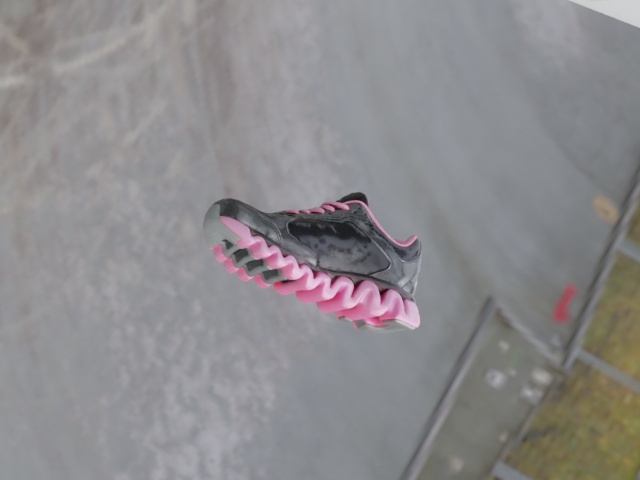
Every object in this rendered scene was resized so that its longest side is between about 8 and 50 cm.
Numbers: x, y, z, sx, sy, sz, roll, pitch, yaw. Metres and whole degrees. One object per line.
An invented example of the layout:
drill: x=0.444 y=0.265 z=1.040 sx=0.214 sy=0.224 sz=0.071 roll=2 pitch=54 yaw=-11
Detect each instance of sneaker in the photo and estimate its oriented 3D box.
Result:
sneaker: x=0.000 y=0.000 z=0.708 sx=0.047 sy=0.119 sz=0.057 roll=-6 pitch=-117 yaw=56

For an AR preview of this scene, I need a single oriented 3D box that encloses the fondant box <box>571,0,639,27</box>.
fondant box: x=0.214 y=-0.161 z=0.575 sx=0.330 sy=0.238 sz=0.096 roll=147 pitch=-40 yaw=-71
